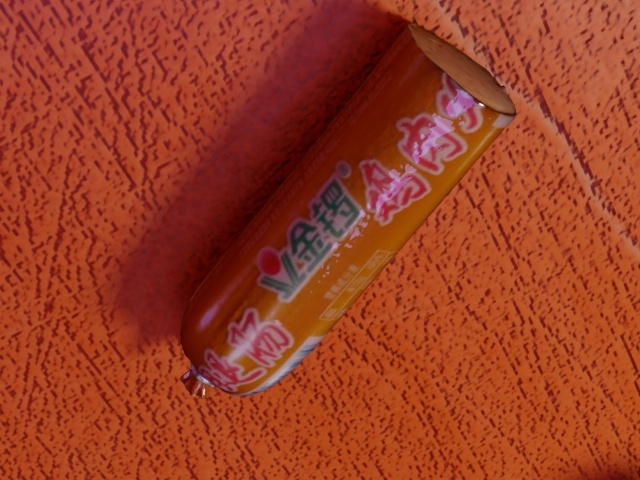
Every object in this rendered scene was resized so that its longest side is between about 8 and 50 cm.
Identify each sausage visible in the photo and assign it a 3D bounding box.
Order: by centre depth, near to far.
[{"bbox_3d":[0.000,0.000,0.688,0.071,0.071,0.234,27,115,-27],"label":"sausage"}]
